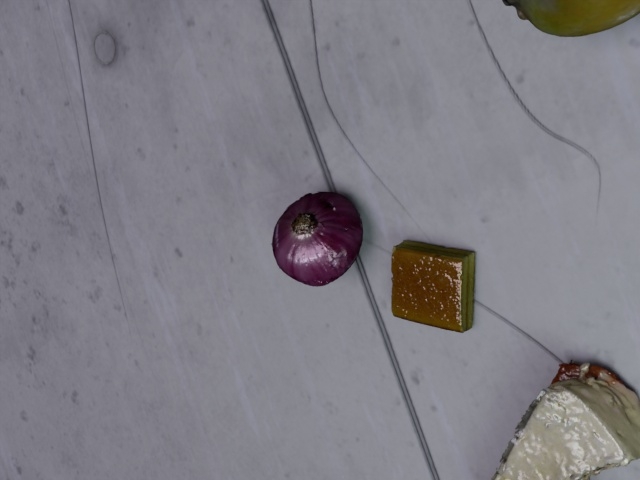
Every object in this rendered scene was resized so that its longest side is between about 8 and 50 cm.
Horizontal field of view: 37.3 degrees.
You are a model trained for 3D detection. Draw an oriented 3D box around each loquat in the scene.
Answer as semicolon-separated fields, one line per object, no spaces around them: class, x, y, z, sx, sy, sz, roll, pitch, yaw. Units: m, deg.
loquat;0.242;-0.264;0.826;0.195;0.152;0.152;-33;81;31

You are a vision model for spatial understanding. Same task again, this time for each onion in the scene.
onion;0.000;0.000;1.120;0.115;0.104;0.115;-17;51;22

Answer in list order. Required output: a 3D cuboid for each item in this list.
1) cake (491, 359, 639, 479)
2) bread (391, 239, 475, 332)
cake;0.226;0.210;0.999;0.220;0.086;0.116;-34;81;38
bread;0.126;0.052;1.067;0.094;0.035;0.090;11;109;35
